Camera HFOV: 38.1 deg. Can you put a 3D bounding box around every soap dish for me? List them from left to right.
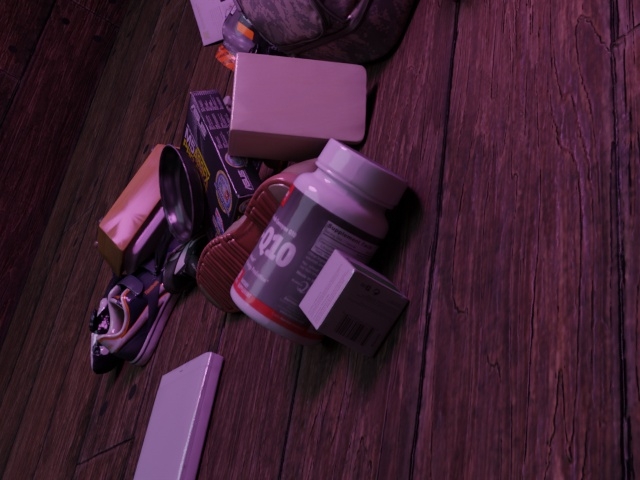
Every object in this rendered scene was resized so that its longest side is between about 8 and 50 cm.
[{"bbox_3d":[-0.404,-0.071,2.148,0.291,0.118,0.229,-59,3,-22],"label":"soap dish"}]

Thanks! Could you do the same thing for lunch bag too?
[{"bbox_3d":[-0.005,-0.462,1.725,0.305,0.256,0.212,5,70,61],"label":"lunch bag"}]

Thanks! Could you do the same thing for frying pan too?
[{"bbox_3d":[-0.281,-0.037,1.860,0.197,0.053,0.326,46,139,49],"label":"frying pan"}]

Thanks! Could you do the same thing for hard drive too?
[{"bbox_3d":[-0.269,0.370,1.676,0.203,0.040,0.307,-32,39,48],"label":"hard drive"}]

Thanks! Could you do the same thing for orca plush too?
[{"bbox_3d":[-0.468,0.190,2.216,0.287,0.102,0.151,-81,-15,-53],"label":"orca plush"}]

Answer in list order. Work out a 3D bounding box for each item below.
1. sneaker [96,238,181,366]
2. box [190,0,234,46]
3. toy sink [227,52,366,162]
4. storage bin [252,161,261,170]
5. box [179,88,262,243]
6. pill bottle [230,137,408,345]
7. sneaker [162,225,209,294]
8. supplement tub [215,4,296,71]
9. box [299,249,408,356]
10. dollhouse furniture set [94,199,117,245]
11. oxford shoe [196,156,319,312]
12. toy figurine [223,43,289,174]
[{"bbox_3d":[-0.385,0.109,2.054,0.126,0.127,0.321,-9,56,61],"label":"sneaker"},{"bbox_3d":[-0.178,-0.607,2.164,0.322,0.232,0.058,-8,13,38],"label":"box"},{"bbox_3d":[-0.044,-0.230,1.661,0.131,0.234,0.152,113,160,-72],"label":"toy sink"},{"bbox_3d":[-0.205,-0.169,2.029,0.180,0.084,0.122,6,71,64],"label":"storage bin"},{"bbox_3d":[-0.197,-0.120,1.784,0.270,0.060,0.216,64,152,29],"label":"box"},{"bbox_3d":[0.000,0.000,1.386,0.283,0.161,0.161,-59,25,8],"label":"pill bottle"},{"bbox_3d":[-0.261,0.044,1.932,0.234,0.078,0.106,-47,27,26],"label":"sneaker"},{"bbox_3d":[-0.081,-0.488,1.978,0.316,0.194,0.193,-57,26,13],"label":"supplement tub"},{"bbox_3d":[0.045,0.087,1.286,0.102,0.101,0.087,-58,25,6],"label":"box"},{"bbox_3d":[-0.474,-0.020,2.381,0.129,0.129,0.183,-62,1,2],"label":"dollhouse furniture set"},{"bbox_3d":[-0.090,-0.001,1.646,0.397,0.140,0.146,-43,0,45],"label":"oxford shoe"},{"bbox_3d":[-0.097,-0.264,1.863,0.209,0.148,0.213,-58,27,24],"label":"toy figurine"}]
